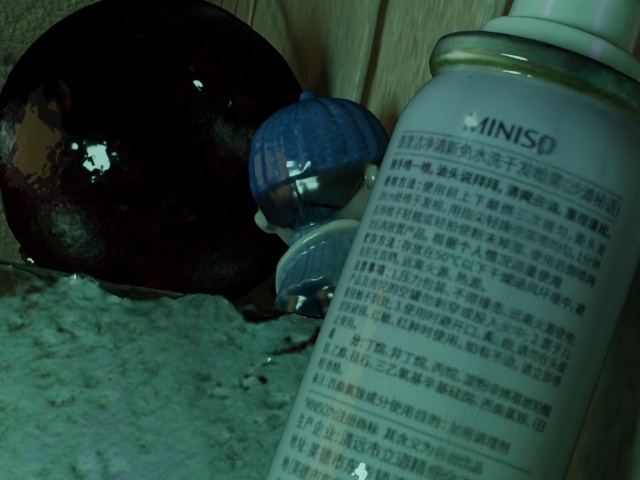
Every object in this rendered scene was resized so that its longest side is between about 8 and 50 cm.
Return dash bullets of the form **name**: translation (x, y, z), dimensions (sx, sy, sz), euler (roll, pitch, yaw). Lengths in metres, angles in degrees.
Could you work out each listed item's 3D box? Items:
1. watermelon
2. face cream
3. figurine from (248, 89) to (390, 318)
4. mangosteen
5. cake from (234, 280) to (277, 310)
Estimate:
- **watermelon**: translation (0.004, 0.119, 0.497), dimensions (0.320, 0.213, 0.289), euler (52, -172, 22)
- **face cream**: translation (0.034, 0.037, 0.362), dimensions (0.075, 0.075, 0.229), euler (168, 124, -80)
- **figurine**: translation (0.000, 0.000, 0.690), dimensions (0.086, 0.087, 0.149), euler (-24, 50, 33)
- **mangosteen**: translation (-0.126, -0.043, 0.946), dimensions (0.265, 0.228, 0.228), euler (-39, 38, 40)
- **cake**: translation (-0.059, 0.065, 1.049), dimensions (0.121, 0.052, 0.065), euler (-120, 44, -73)
